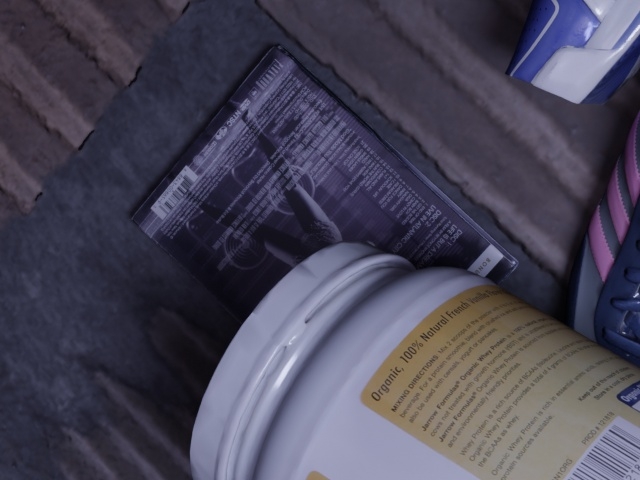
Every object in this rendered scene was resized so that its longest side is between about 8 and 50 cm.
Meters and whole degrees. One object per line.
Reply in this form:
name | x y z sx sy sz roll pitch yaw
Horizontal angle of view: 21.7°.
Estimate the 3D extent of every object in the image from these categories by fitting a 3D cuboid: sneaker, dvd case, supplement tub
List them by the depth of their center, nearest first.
supplement tub | 0.102 0.155 0.984 0.316 0.228 0.228 31 106 27
sneaker | 0.173 -0.249 1.009 0.182 0.127 0.315 30 99 13
sneaker | 0.217 -0.011 1.019 0.112 0.131 0.319 18 103 13
dvd case | 0.000 0.000 1.142 0.221 0.018 0.164 43 107 6
